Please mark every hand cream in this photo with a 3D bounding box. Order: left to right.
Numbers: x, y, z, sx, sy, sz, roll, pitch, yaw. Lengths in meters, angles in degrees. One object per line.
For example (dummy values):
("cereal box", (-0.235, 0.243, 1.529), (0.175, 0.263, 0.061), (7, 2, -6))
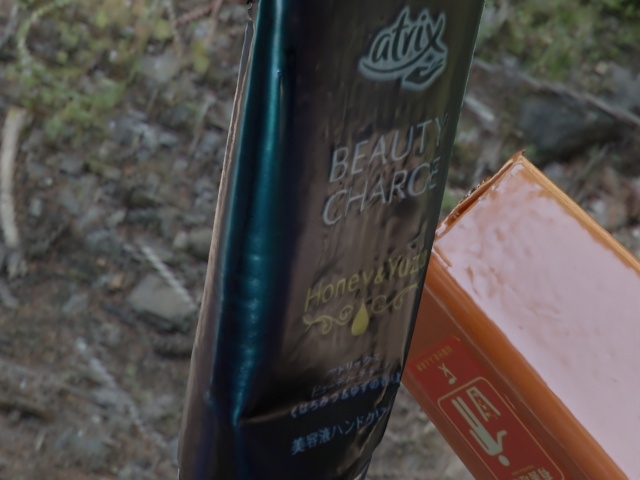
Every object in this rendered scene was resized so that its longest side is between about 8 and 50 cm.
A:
("hand cream", (0.000, 0.000, 0.519), (0.061, 0.270, 0.120), (30, 33, 31))

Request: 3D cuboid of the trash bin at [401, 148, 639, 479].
("trash bin", (0.153, 0.071, 0.916), (0.184, 0.161, 0.238), (-40, 89, -29))
